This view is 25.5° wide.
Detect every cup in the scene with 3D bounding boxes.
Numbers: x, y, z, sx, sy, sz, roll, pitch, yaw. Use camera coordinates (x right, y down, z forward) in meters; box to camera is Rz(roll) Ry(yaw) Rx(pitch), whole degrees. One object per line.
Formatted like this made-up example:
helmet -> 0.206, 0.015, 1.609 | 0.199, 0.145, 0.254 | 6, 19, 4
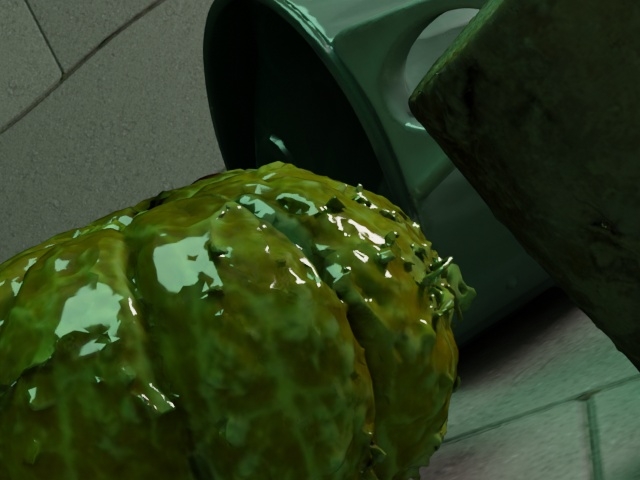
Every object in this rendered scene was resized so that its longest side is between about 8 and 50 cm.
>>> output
cup -> 0.151, -0.095, 1.047 | 0.392, 0.310, 0.401 | -25, 22, -20

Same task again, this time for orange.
orange -> -0.065, 0.082, 0.773 | 0.300, 0.223, 0.301 | -4, 17, 45

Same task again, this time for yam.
yam -> 0.165, -0.027, 0.619 | 0.161, 0.268, 0.161 | -41, 10, 8

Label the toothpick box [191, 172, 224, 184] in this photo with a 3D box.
toothpick box -> 0.000, 0.000, 1.312 | 0.294, 0.192, 0.192 | -24, 5, -24
